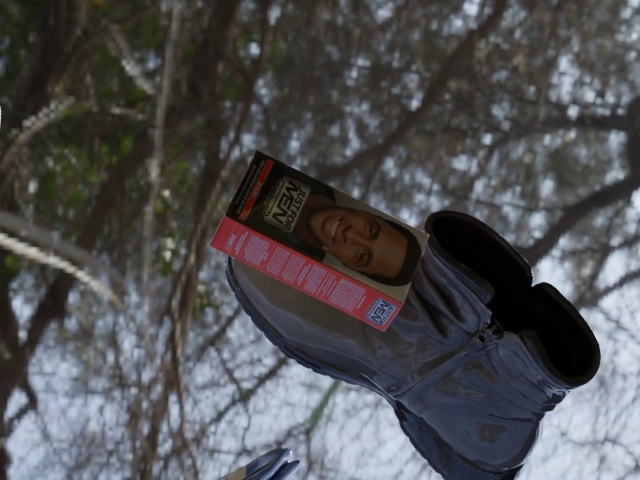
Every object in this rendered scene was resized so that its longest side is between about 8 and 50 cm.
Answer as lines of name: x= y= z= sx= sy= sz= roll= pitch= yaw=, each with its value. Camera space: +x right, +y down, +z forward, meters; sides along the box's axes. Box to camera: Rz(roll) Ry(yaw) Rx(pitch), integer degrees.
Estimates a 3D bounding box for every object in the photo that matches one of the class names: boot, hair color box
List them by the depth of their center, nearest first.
hair color box: x=0.000 y=0.000 z=1.004 sx=0.141 sy=0.043 sz=0.072 roll=26 pitch=-129 yaw=-4
boot: x=0.074 y=0.044 z=1.172 sx=0.338 sy=0.223 sz=0.118 roll=35 pitch=-127 yaw=15

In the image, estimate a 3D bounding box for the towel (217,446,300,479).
towel: x=-0.168 y=0.309 z=1.436 sx=0.034 sy=0.285 sz=0.209 roll=59 pitch=-158 yaw=-1
